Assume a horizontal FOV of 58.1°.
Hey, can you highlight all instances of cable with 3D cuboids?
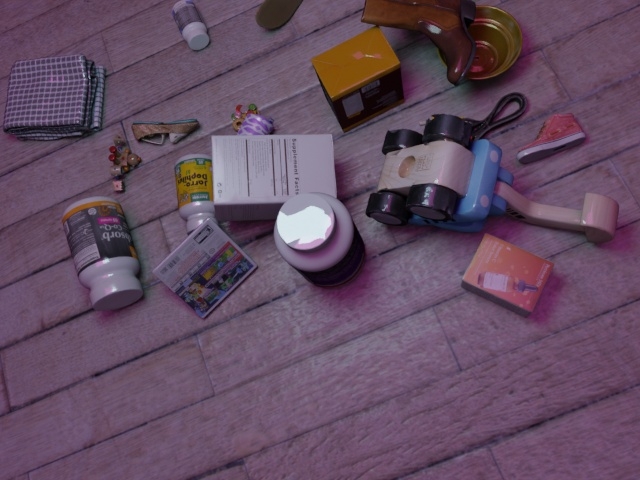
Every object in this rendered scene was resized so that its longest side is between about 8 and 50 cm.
[{"bbox_3d":[0.405,-0.291,1.475,0.287,0.072,0.139,-21,70,5],"label":"cable"}]

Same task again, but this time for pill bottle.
[{"bbox_3d":[-0.577,0.035,1.539,0.162,0.162,0.278,-26,72,4],"label":"pill bottle"},{"bbox_3d":[-0.388,-0.646,1.730,0.078,0.078,0.137,-27,71,3],"label":"pill bottle"},{"bbox_3d":[0.000,0.000,1.345,0.181,0.323,0.181,-3,75,10],"label":"pill bottle"},{"bbox_3d":[-0.327,-0.118,1.553,0.117,0.117,0.208,-12,73,8],"label":"pill bottle"}]

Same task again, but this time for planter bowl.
[{"bbox_3d":[0.415,-0.501,1.521,0.217,0.090,0.217,-3,75,10],"label":"planter bowl"}]

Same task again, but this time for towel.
[{"bbox_3d":[-0.804,-0.431,1.733,0.283,0.121,0.235,-3,75,10],"label":"towel"}]

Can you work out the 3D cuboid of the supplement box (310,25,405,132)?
[{"bbox_3d":[0.104,-0.416,1.506,0.191,0.194,0.129,-26,71,3],"label":"supplement box"}]

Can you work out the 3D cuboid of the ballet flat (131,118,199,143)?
[{"bbox_3d":[-0.446,-0.314,1.667,0.206,0.073,0.067,0,102,14],"label":"ballet flat"}]

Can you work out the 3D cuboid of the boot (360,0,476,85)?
[{"bbox_3d":[0.239,-0.521,1.409,0.280,0.096,0.264,11,76,-11],"label":"boot"}]

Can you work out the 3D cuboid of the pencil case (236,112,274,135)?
[{"bbox_3d":[-0.202,-0.249,1.581,0.086,0.088,0.206,20,79,37],"label":"pencil case"}]

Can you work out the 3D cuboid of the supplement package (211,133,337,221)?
[{"bbox_3d":[-0.120,-0.155,1.443,0.293,0.177,0.175,-2,79,-9],"label":"supplement package"}]

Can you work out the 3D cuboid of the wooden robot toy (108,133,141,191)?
[{"bbox_3d":[-0.560,-0.228,1.658,0.079,0.076,0.173,-2,75,0],"label":"wooden robot toy"}]

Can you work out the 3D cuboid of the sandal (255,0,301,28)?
[{"bbox_3d":[-0.113,-0.715,1.709,0.240,0.088,0.079,-45,40,-10],"label":"sandal"}]

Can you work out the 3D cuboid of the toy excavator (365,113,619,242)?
[{"bbox_3d":[0.401,-0.107,1.361,0.433,0.445,0.222,-3,69,56],"label":"toy excavator"}]

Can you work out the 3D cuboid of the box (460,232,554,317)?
[{"bbox_3d":[0.437,0.082,1.357,0.170,0.091,0.130,25,81,17],"label":"box"}]

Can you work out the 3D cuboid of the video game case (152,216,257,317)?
[{"bbox_3d":[-0.297,0.072,1.493,0.201,0.023,0.183,-44,107,-3],"label":"video game case"}]

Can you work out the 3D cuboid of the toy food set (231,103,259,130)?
[{"bbox_3d":[-0.214,-0.353,1.645,0.083,0.020,0.083,-12,73,9],"label":"toy food set"}]

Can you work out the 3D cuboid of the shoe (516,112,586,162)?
[{"bbox_3d":[0.565,-0.258,1.442,0.178,0.063,0.081,-19,71,0],"label":"shoe"}]
